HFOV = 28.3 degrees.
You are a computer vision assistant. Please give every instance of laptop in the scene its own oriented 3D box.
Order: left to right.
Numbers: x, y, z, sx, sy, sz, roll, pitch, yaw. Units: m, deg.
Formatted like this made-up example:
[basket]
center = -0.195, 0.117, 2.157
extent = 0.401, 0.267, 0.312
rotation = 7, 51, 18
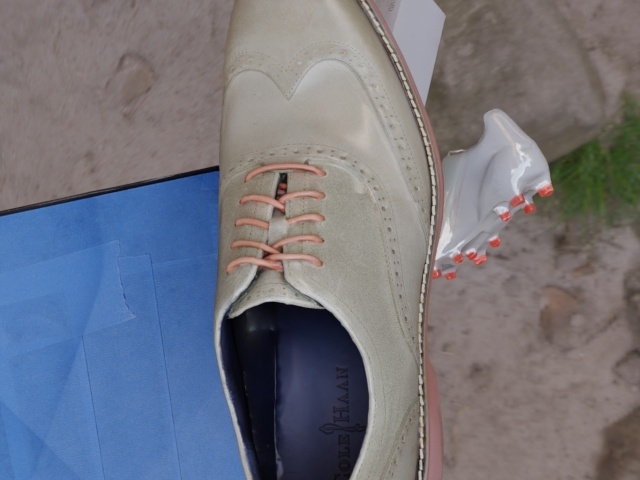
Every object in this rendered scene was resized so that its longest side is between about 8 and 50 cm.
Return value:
[laptop]
center = -0.204, 0.198, 0.823
extent = 0.236, 0.408, 0.382
rotation = 0, 114, 11

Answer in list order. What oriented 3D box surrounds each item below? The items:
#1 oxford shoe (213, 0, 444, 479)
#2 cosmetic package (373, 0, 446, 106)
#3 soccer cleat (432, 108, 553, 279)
[oxford shoe]
center = 0.000, 0.000, 0.778
extent = 0.140, 0.146, 0.397
rotation = -12, 80, 16
[cosmetic package]
center = 0.026, -0.092, 0.983
extent = 0.060, 0.099, 0.239
rotation = 41, 49, -33
[soccer cleat]
center = 0.112, -0.028, 0.992
extent = 0.068, 0.196, 0.076
rotation = -15, 70, -32
